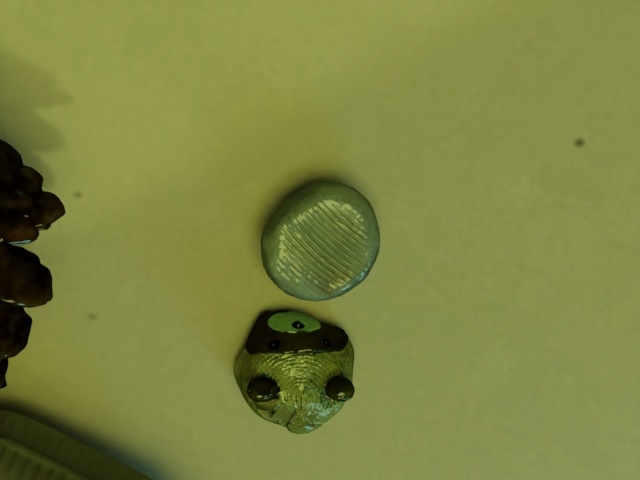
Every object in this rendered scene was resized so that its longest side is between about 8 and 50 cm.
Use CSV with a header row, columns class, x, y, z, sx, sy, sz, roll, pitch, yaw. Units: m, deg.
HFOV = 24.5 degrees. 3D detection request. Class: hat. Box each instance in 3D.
class,x,y,z,sx,sy,sz,roll,pitch,yaw
hat,-0.015,0.094,0.998,0.077,0.059,0.076,19,112,-20

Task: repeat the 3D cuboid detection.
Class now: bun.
class,x,y,z,sx,sy,sz,roll,pitch,yaw
bun,0.000,0.000,0.969,0.083,0.045,0.083,-3,109,-9

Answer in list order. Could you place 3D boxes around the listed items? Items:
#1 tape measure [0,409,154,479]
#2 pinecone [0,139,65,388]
class,x,y,z,sx,sy,sz,roll,pitch,yaw
tape measure,-0.201,0.269,1.006,0.231,0.133,0.271,30,106,-10
pinecone,-0.271,0.027,0.849,0.224,0.224,0.272,20,115,-15
